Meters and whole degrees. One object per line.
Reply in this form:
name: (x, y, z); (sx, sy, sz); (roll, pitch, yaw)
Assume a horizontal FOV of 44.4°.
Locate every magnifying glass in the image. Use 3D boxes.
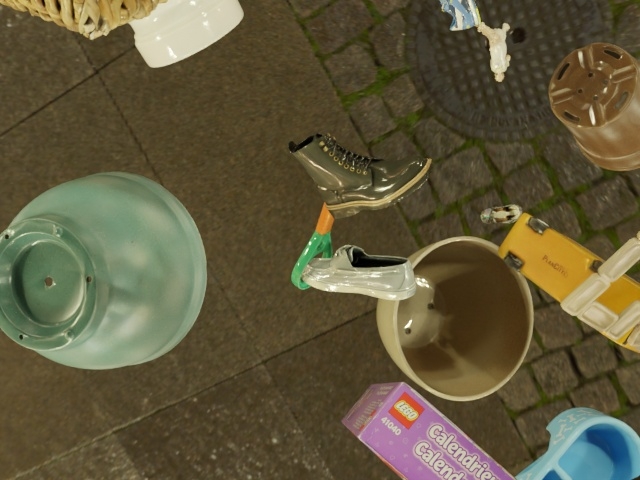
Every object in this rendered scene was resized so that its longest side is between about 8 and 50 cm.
magnifying glass: (0.000, 0.000, 1.398); (0.026, 0.092, 0.231); (37, 135, 23)

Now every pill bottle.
pill bottle: (-0.207, -0.347, 0.872); (0.162, 0.162, 0.278); (-20, 119, 16)

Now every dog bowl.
dog bowl: (0.388, 0.390, 1.214); (0.297, 0.074, 0.166); (-42, 87, -16)

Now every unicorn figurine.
unicorn figurine: (0.362, -0.405, 1.622); (0.060, 0.111, 0.162); (-15, 111, 30)

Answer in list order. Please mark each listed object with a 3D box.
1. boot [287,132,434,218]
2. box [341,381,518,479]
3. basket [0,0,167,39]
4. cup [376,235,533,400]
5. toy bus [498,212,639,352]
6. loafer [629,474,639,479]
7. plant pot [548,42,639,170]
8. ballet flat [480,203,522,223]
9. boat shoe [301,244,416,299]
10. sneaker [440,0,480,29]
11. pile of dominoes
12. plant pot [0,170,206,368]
boot: (0.052, -0.113, 1.142); (0.197, 0.077, 0.137); (-21, 117, 38)
box: (0.116, 0.212, 0.695); (0.201, 0.293, 0.057); (40, 81, 6)
basket: (-0.193, -0.334, 0.551); (0.223, 0.213, 0.299); (23, 138, 24)
cup: (0.251, 0.160, 1.686); (0.331, 0.237, 0.331); (1, 88, -22)
toy bus: (0.493, 0.072, 1.490); (0.130, 0.333, 0.108); (19, 106, -37)
loafer: (0.302, 0.201, 0.639); (0.080, 0.078, 0.220); (33, 135, -18)
plant pot: (0.423, -0.201, 1.149); (0.167, 0.165, 0.167); (-9, 76, 37)
ballet flat: (0.392, -0.055, 1.654); (0.114, 0.041, 0.041); (-9, 105, -29)
boat shoe: (0.064, 0.046, 1.392); (0.227, 0.079, 0.081); (8, 116, 30)
sneaker: (0.231, -0.431, 1.362); (0.059, 0.053, 0.144); (-19, 114, 20)
pile of dominoes: (0.426, 0.021, 0.935); (0.196, 0.040, 0.251); (29, 114, -32)
plant pot: (-0.334, 0.050, 1.091); (0.292, 0.196, 0.293); (1, 95, 17)
